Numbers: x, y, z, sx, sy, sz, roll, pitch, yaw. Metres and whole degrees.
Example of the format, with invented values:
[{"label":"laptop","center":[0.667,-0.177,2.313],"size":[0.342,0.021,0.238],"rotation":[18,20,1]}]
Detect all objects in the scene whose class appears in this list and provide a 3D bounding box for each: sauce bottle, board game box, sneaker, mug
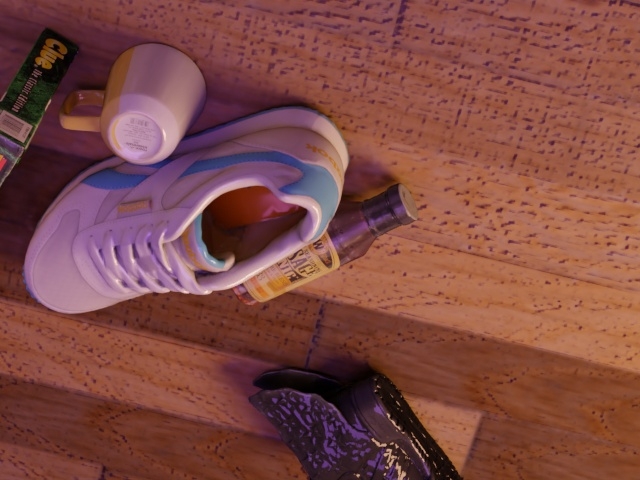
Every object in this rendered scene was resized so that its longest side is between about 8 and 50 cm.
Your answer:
[{"label":"sauce bottle","center":[0.000,0.000,0.977],"size":[0.128,0.042,0.042],"rotation":[-27,114,20]},{"label":"board game box","center":[-0.233,-0.001,0.949],"size":[0.030,0.136,0.260],"rotation":[32,120,-11]},{"label":"sneaker","center":[-0.093,-0.008,0.954],"size":[0.229,0.092,0.087],"rotation":[-23,117,21]},{"label":"mug","center":[-0.111,-0.074,0.932],"size":[0.078,0.064,0.062],"rotation":[-27,115,21]},{"label":"sneaker","center":[0.030,0.151,1.062],"size":[0.089,0.051,0.170],"rotation":[-26,110,21]}]
